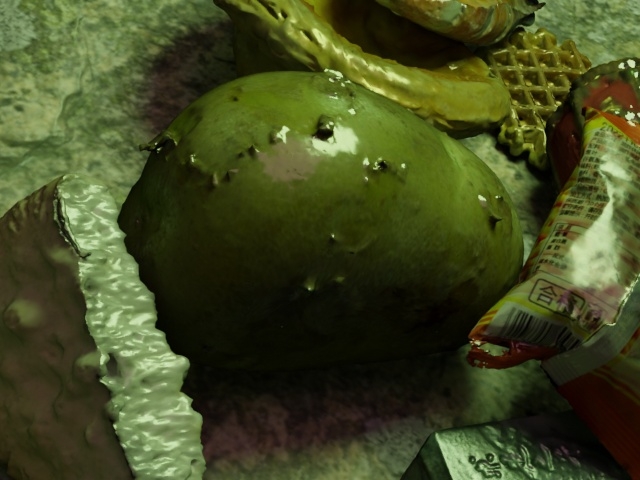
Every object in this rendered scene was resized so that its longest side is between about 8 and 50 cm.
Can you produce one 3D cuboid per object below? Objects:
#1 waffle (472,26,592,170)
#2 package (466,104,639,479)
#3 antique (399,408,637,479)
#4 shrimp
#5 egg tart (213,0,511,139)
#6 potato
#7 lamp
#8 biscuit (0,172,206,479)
[{"bbox_3d":[0.233,-0.147,1.714,0.191,0.038,0.191,10,51,-13],"label":"waffle"},{"bbox_3d":[0.266,0.039,1.374,0.223,0.108,0.288,36,67,-10],"label":"package"},{"bbox_3d":[0.158,0.204,1.373,0.183,0.086,0.088,-6,55,-25],"label":"antique"},{"bbox_3d":[0.131,-0.249,1.655,0.164,0.062,0.317,35,22,20],"label":"shrimp"},{"bbox_3d":[0.024,-0.162,1.558,0.319,0.128,0.319,26,21,-11],"label":"egg tart"},{"bbox_3d":[0.012,-0.012,1.370,0.359,0.270,0.219,2,47,-25],"label":"potato"},{"bbox_3d":[0.314,-0.036,1.563,0.177,0.177,0.274,-4,66,-24],"label":"lamp"},{"bbox_3d":[-0.195,0.107,1.260,0.084,0.179,0.281,-2,65,-59],"label":"biscuit"}]
